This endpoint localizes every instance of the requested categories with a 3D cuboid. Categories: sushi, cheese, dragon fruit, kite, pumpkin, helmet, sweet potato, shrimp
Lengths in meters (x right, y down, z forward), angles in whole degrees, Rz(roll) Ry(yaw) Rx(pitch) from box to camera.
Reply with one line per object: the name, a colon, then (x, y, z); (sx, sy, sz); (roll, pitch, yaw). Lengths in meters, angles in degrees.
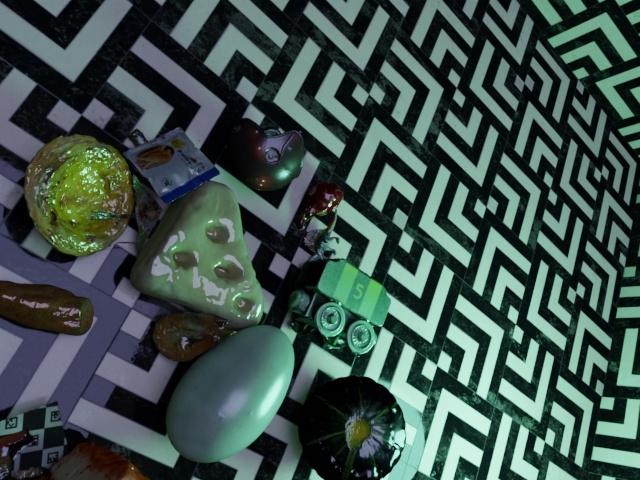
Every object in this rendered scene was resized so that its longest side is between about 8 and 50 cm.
sushi: (-0.607, 0.479, 1.142); (0.192, 0.043, 0.280); (-17, 105, -43)
cheese: (-0.258, 0.032, 1.424); (0.351, 0.129, 0.329); (31, 65, -29)
dragon fruit: (-0.010, -0.105, 1.661); (0.190, 0.094, 0.094); (-42, 107, -21)
kite: (-0.442, -0.056, 1.310); (0.244, 0.006, 0.198); (-18, 112, -67)
pumpkin: (0.082, 0.518, 1.549); (0.295, 0.295, 0.296); (7, 78, -35)
helmet: (-0.149, -0.231, 1.510); (0.193, 0.189, 0.216); (-50, 119, -6)
sweet potato: (-0.593, 0.134, 1.185); (0.251, 0.097, 0.097); (25, 68, -32)
shrimp: (-0.298, 0.227, 1.338); (0.051, 0.217, 0.115); (-19, 103, -75)

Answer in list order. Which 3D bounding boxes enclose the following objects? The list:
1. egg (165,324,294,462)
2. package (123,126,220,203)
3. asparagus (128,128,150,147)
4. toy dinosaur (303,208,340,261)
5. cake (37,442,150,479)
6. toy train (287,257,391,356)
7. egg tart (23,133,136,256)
egg: (-0.203, 0.354, 1.346); (0.371, 0.230, 0.230); (-45, 109, -31)
package: (-0.360, -0.187, 1.380); (0.173, 0.027, 0.171); (46, 54, 10)
asparagus: (-0.415, -0.205, 1.413); (0.165, 0.030, 0.036); (54, 33, -14)
toy dinosaur: (0.001, -0.001, 1.678); (0.106, 0.044, 0.188); (0, 93, -19)
cake: (-0.441, 0.599, 1.091); (0.320, 0.270, 0.269); (-52, 123, -29)
toy train: (0.057, 0.186, 1.600); (0.299, 0.166, 0.238); (33, 69, -29)
egg tart: (-0.533, -0.103, 1.243); (0.290, 0.106, 0.291); (-21, 114, -62)
